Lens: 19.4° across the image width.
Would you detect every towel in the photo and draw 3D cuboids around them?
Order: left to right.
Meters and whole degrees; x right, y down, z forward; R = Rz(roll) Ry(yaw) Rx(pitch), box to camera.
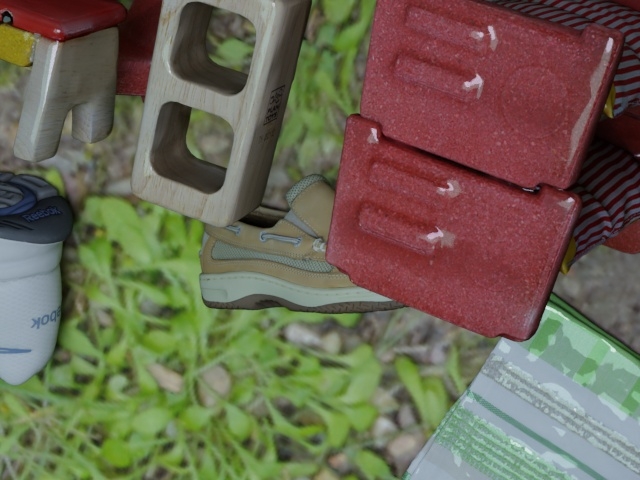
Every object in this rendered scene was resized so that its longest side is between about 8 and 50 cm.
[{"bbox_3d":[0.128,0.114,1.059,0.113,0.023,0.152,34,111,5],"label":"towel"}]

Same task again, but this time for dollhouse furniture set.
[{"bbox_3d":[-0.007,-0.100,0.952,0.374,0.201,0.152,21,112,19],"label":"dollhouse furniture set"}]

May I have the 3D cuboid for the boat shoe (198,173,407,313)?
[{"bbox_3d":[0.000,0.000,1.020,0.190,0.068,0.072,-2,97,41],"label":"boat shoe"}]

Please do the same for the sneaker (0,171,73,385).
[{"bbox_3d":[-0.291,0.022,1.134,0.297,0.111,0.129,8,114,18],"label":"sneaker"}]
